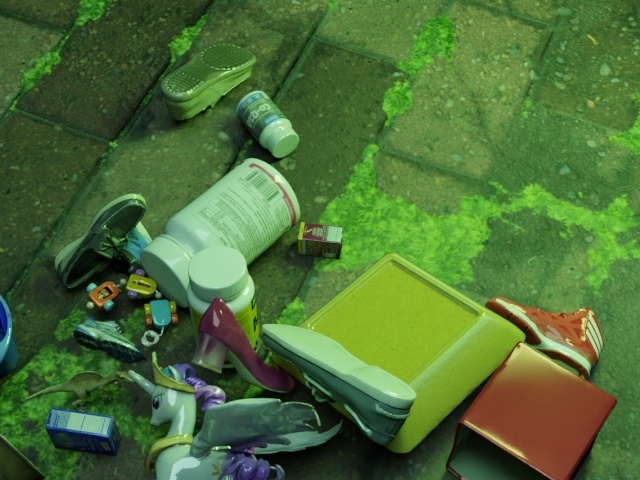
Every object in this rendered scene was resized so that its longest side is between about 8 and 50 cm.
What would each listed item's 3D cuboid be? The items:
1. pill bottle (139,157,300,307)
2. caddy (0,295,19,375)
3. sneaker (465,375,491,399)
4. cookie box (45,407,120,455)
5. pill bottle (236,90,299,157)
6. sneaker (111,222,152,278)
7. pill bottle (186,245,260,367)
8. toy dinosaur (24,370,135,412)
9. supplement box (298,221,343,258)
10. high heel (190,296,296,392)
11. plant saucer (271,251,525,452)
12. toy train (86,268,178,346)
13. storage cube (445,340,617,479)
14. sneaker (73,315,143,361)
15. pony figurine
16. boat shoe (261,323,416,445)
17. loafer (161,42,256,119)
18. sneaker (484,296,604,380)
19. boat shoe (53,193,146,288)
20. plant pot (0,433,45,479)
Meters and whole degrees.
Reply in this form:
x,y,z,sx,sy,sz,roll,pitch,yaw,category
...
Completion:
x,y,z,sx,sy,sz,roll,pitch,yaw,category
-0.187,-0.013,1.988,0.160,0.160,0.283,38,62,22,pill bottle
-0.686,0.160,1.842,0.341,0.179,0.241,25,59,15,caddy
0.236,0.250,1.874,0.144,0.059,0.053,-19,55,-15,sneaker
-0.396,0.322,1.788,0.107,0.092,0.040,8,58,3,cookie box
-0.108,-0.238,2.199,0.078,0.078,0.137,-29,60,-20,pill bottle
-0.369,0.011,2.028,0.085,0.058,0.152,-27,66,-29,sneaker
-0.170,0.116,1.859,0.119,0.208,0.119,-1,46,1,pill bottle
-0.410,0.251,1.836,0.183,0.092,0.053,-10,55,-9,toy dinosaur
0.000,0.000,2.047,0.083,0.055,0.043,7,55,3,supplement box
-0.115,0.183,1.812,0.082,0.244,0.117,8,76,49,high heel
0.131,0.165,1.875,0.333,0.081,0.333,-38,51,-25,plant saucer
-0.340,0.124,1.943,0.166,0.046,0.125,39,59,12,toy train
0.345,0.321,1.752,0.215,0.183,0.193,30,58,19,storage cube
-0.374,0.171,1.921,0.135,0.052,0.058,22,50,11,sneaker
-0.158,0.359,1.688,0.351,0.303,0.363,2,69,10,pony figurine
0.012,0.229,1.748,0.319,0.099,0.116,26,16,37,boat shoe
-0.241,-0.338,2.263,0.102,0.092,0.268,36,45,20,loafer
0.414,0.154,1.946,0.221,0.087,0.128,39,53,10,sneaker
-0.399,0.006,1.967,0.223,0.080,0.073,-40,50,15,boat shoe
-0.559,0.384,1.705,0.167,0.167,0.165,35,68,21,plant pot
